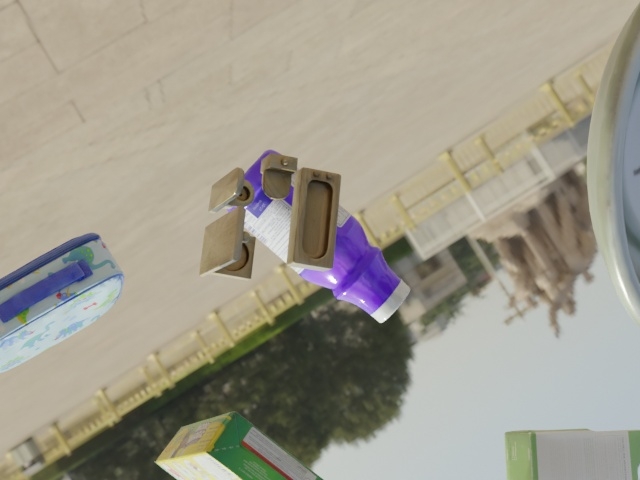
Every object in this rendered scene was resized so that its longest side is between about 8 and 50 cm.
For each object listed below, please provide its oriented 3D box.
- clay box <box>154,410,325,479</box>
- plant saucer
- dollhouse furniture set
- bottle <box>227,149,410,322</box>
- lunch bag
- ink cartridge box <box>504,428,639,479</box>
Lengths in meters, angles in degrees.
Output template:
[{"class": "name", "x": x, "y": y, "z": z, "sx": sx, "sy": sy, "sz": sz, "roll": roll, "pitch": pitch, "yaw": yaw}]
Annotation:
[{"class": "clay box", "x": -0.085, "y": 0.237, "z": 1.042, "sx": 0.053, "sy": 0.127, "sz": 0.222, "roll": -55, "pitch": -170, "yaw": -24}, {"class": "plant saucer", "x": 0.363, "y": -0.095, "z": 1.005, "sx": 0.400, "sy": 0.401, "sz": 0.100, "roll": -30, "pitch": -154, "yaw": -33}, {"class": "dollhouse furniture set", "x": -0.037, "y": -0.028, "z": 1.137, "sx": 0.151, "sy": 0.144, "sz": 0.123, "roll": 10, "pitch": 167, "yaw": -20}, {"class": "bottle", "x": 0.000, "y": 0.000, "z": 1.442, "sx": 0.092, "sy": 0.283, "sz": 0.118, "roll": -52, "pitch": -177, "yaw": -42}, {"class": "lunch bag", "x": -0.369, "y": 0.082, "z": 1.365, "sx": 0.219, "sy": 0.090, "sz": 0.176, "roll": -32, "pitch": 172, "yaw": -19}, {"class": "ink cartridge box", "x": 0.350, "y": 0.334, "z": 1.353, "sx": 0.235, "sy": 0.171, "sz": 0.056, "roll": 5, "pitch": 168, "yaw": -32}]
